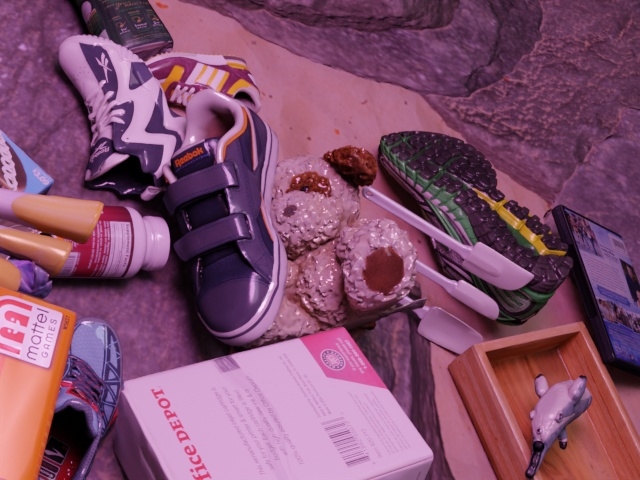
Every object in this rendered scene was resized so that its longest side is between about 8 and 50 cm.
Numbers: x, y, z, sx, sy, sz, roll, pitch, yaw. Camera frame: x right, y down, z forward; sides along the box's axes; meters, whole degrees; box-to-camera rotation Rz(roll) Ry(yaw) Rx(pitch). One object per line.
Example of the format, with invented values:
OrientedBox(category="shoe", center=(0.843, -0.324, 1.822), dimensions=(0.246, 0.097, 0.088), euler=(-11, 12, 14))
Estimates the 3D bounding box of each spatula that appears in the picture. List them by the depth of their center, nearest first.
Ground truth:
OrientedBox(category="spatula", center=(0.129, 0.041, 1.626), dimensions=(0.242, 0.168, 0.019), euler=(30, 39, -3))

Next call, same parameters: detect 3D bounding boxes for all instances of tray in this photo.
OrientedBox(category="tray", center=(0.336, 0.315, 1.628), dimensions=(0.203, 0.076, 0.411), euler=(-8, 64, -34))

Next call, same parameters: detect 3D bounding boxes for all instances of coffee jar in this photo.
OrientedBox(category="coffee jar", center=(-0.272, -0.308, 1.657), dimensions=(0.096, 0.079, 0.184), euler=(-18, 72, -30))

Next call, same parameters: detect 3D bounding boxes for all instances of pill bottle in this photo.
OrientedBox(category="pill bottle", center=(-0.257, 0.001, 1.462), dimensions=(0.152, 0.086, 0.086), euler=(2, 60, -31))

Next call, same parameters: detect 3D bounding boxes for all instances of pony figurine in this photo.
OrientedBox(category="pony figurine", center=(-0.411, -0.033, 1.176), dimensions=(0.363, 0.351, 0.302), euler=(24, 72, -13))

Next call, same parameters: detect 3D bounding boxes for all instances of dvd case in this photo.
OrientedBox(category="dvd case", center=(0.420, 0.079, 1.819), dimensions=(0.180, 0.022, 0.253), euler=(21, 46, -44))

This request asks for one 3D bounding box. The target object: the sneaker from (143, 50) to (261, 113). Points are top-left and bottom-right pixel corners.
OrientedBox(category="sneaker", center=(-0.161, -0.198, 1.660), dimensions=(0.185, 0.069, 0.084), euler=(-10, 61, -34))

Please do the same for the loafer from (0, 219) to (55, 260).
OrientedBox(category="loafer", center=(-0.348, 0.079, 1.321), dimensions=(0.094, 0.087, 0.251), euler=(40, 55, -41))

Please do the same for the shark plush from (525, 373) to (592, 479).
OrientedBox(category="shark plush", center=(0.301, 0.232, 1.579), dimensions=(0.067, 0.073, 0.161), euler=(59, 37, -27))

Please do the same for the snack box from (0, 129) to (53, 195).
OrientedBox(category="snack box", center=(-0.482, -0.116, 1.418), dimensions=(0.322, 0.060, 0.187), euler=(43, 48, 0))

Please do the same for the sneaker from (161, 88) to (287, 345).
OrientedBox(category="sneaker", center=(-0.121, -0.035, 1.473), dimensions=(0.127, 0.126, 0.321), euler=(41, 34, -44))

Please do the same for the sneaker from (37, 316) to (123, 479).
OrientedBox(category="sneaker", center=(-0.253, 0.183, 1.320), dimensions=(0.104, 0.125, 0.262), euler=(24, 51, -16))

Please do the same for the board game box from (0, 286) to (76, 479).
OrientedBox(category="board game box", center=(-0.451, 0.227, 1.016), dimensions=(0.356, 0.356, 0.356), euler=(21, 52, -19))

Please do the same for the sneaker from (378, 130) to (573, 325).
OrientedBox(category="sneaker", center=(0.182, -0.022, 1.719), dimensions=(0.134, 0.146, 0.343), euler=(-12, 52, -37))

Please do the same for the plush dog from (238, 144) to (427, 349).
OrientedBox(category="plush dog", center=(0.000, 0.000, 1.557), dimensions=(0.210, 0.262, 0.225), euler=(13, 58, -66))

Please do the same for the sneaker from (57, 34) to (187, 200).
OrientedBox(category="sneaker", center=(-0.258, -0.141, 1.547), dimensions=(0.235, 0.094, 0.153), euler=(50, 39, -8))

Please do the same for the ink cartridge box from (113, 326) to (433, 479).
OrientedBox(category="ink cartridge box", center=(-0.056, 0.227, 1.365), dimensions=(0.283, 0.117, 0.207), euler=(-12, 48, -29))
